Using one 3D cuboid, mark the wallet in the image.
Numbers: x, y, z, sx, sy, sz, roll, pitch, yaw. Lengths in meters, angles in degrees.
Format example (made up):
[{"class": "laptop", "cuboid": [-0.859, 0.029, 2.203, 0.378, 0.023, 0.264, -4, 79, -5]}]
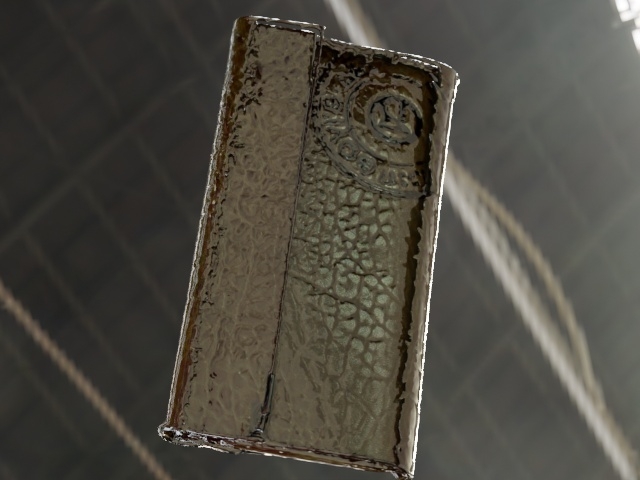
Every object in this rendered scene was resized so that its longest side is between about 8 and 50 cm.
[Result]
[{"class": "wallet", "cuboid": [0.000, 0.000, 1.011, 0.133, 0.039, 0.243, 13, -116, -8]}]
